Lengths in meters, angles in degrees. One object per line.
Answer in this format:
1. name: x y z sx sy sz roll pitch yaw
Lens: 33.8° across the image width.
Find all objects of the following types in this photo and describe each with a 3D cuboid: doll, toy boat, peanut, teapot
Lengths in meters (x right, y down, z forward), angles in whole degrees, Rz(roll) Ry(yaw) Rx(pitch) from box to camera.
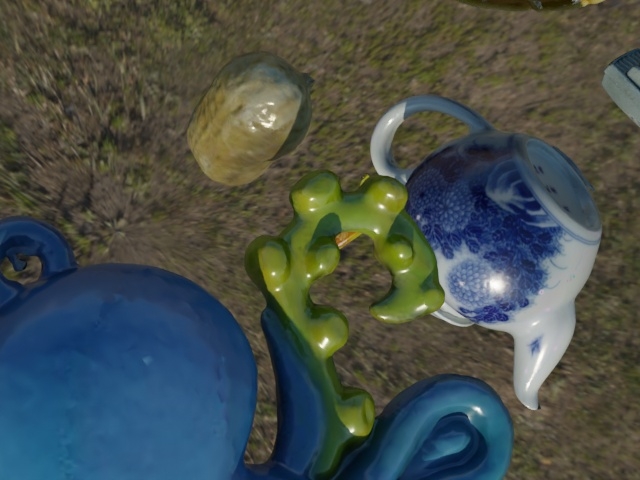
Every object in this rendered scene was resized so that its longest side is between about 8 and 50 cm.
1. doll: -0.055 0.130 0.500 0.346 0.098 0.341 -34 101 -30
2. toy boat: 0.420 -0.119 1.146 0.078 0.085 0.260 -29 63 -28
3. peanut: -0.085 -0.143 1.255 0.129 0.224 0.129 13 64 -28
4. teapot: 0.193 0.004 1.312 0.280 0.252 0.424 -39 72 30

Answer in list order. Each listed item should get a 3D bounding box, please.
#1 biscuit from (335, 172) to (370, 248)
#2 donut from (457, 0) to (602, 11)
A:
1. biscuit: 0.000 0.000 1.038 0.048 0.292 0.026 42 61 -7
2. donut: 0.294 -0.523 1.429 0.448 0.198 0.449 2 97 18
